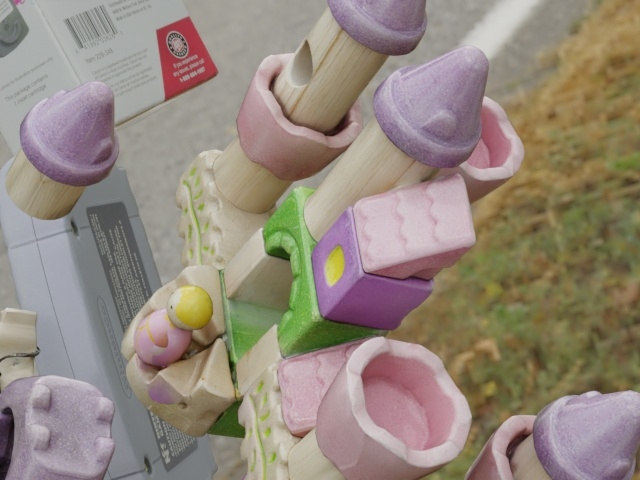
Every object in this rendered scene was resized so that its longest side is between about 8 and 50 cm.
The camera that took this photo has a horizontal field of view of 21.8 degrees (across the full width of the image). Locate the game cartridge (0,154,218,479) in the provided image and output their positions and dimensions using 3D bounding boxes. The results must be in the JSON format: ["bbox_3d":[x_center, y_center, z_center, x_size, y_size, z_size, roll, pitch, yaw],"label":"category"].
[{"bbox_3d":[-0.156,0.075,1.231,0.062,0.297,0.198,-17,1,15],"label":"game cartridge"}]

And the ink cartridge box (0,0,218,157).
[{"bbox_3d":[-0.265,-0.250,1.655,0.131,0.306,0.226,-26,5,33],"label":"ink cartridge box"}]

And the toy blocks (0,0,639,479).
[{"bbox_3d":[0.000,0.000,0.807,0.260,0.309,0.288,-50,38,44],"label":"toy blocks"}]
